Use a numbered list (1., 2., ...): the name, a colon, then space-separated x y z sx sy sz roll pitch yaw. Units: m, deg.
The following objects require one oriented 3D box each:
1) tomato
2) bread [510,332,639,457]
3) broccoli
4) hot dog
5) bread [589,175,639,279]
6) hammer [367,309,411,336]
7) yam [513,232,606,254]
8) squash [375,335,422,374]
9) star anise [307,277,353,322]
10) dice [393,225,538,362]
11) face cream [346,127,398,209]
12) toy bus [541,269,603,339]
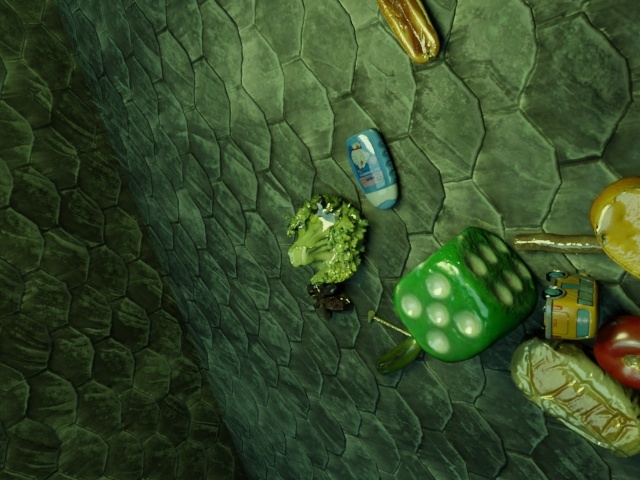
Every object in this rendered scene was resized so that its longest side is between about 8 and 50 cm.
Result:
1. tomato: 0.802 0.279 1.140 0.195 0.136 0.195 20 122 36
2. bread: 0.726 0.423 1.279 0.389 0.183 0.236 46 121 22
3. broccoli: -0.007 0.006 1.614 0.293 0.280 0.348 27 119 27
4. hot dog: 0.241 -0.598 1.220 0.100 0.068 0.250 -29 94 34
5. bread: 0.747 -0.018 1.021 0.270 0.142 0.195 47 124 10
6. hammer: 0.266 0.335 1.737 0.195 0.028 0.060 24 132 30
7. yam: 0.641 0.009 1.202 0.241 0.056 0.057 3 114 39
8. squash: 0.310 0.433 1.709 0.087 0.087 0.332 48 134 12
9. star anise: 0.030 0.225 1.826 0.212 0.129 0.283 51 145 17
10. dice: 0.414 0.153 1.309 0.287 0.297 0.300 54 137 11
11. face cream: 0.174 -0.225 1.473 0.149 0.083 0.264 -13 103 48
12. toy bus: 0.653 0.166 1.169 0.136 0.209 0.126 2 113 31
